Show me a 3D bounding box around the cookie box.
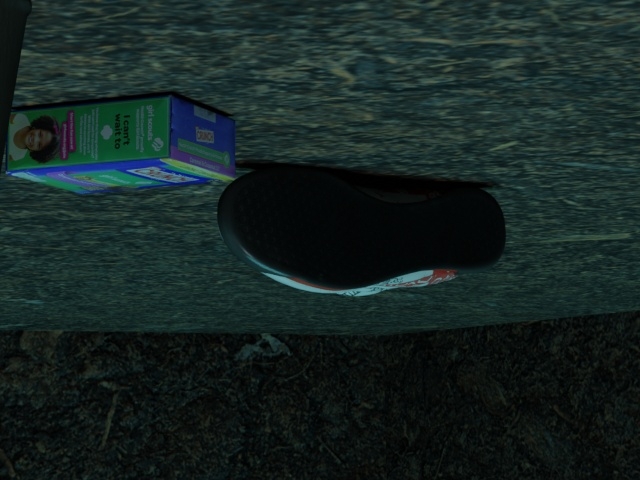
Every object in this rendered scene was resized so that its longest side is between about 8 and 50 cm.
[{"bbox_3d":[-0.115,-0.055,1.034,0.107,0.040,0.092,-5,172,21],"label":"cookie box"}]

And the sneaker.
[{"bbox_3d":[0.001,0.001,1.350,0.270,0.090,0.145,0,172,-40],"label":"sneaker"}]

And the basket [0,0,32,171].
[{"bbox_3d":[-0.225,0.009,0.742,0.204,0.227,0.154,1,173,-13],"label":"basket"}]
